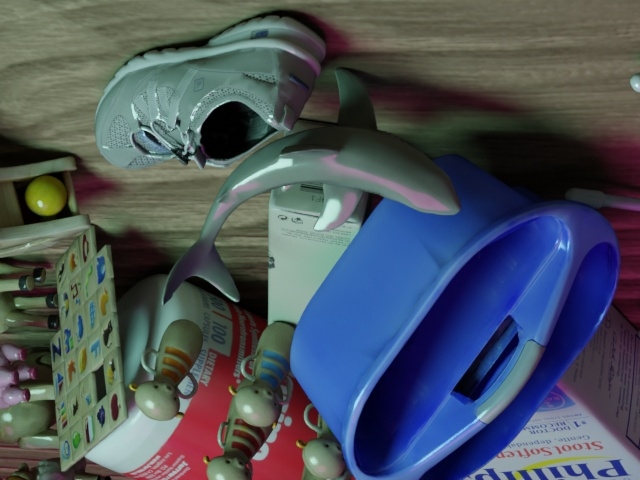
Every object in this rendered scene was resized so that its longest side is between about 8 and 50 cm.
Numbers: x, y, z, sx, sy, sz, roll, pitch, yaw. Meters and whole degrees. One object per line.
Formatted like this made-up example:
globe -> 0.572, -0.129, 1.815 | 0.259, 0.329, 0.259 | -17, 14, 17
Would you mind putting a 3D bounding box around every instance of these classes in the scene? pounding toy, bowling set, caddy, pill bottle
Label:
pounding toy -> -0.378, -0.057, 1.826 | 0.270, 0.154, 0.154 | -11, 171, -26
bowling set -> -0.038, 0.175, 1.856 | 0.287, 0.154, 0.200 | 36, 133, -15
caddy -> 0.135, 0.088, 1.711 | 0.241, 0.179, 0.341 | 20, 109, -46
pill bottle -> -0.064, 0.216, 2.102 | 0.408, 0.229, 0.229 | 26, 147, -26

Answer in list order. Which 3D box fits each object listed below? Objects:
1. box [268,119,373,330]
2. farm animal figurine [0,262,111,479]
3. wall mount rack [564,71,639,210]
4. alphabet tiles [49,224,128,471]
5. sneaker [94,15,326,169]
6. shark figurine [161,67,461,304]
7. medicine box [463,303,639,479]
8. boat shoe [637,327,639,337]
box -> 0.000, 0.000, 1.829 | 0.094, 0.113, 0.275 | 10, 149, 3
farm animal figurine -> -0.377, 0.184, 2.172 | 0.172, 0.330, 0.327 | 1, 178, 17
wall mount rack -> 0.401, -0.029, 1.642 | 0.304, 0.130, 0.350 | 41, 151, 12
alphabet tiles -> -0.261, 0.114, 1.993 | 0.009, 0.237, 0.198 | 3, 156, -27
sneaker -> -0.119, -0.114, 1.664 | 0.105, 0.115, 0.281 | 32, 144, -32
shark figurine -> -0.033, -0.054, 1.628 | 0.278, 0.166, 0.116 | -22, 175, 16
medicine box -> 0.219, 0.170, 2.008 | 0.264, 0.149, 0.289 | -11, 143, 34
boat shoe -> 0.498, 0.121, 1.918 | 0.320, 0.116, 0.099 | 19, 107, 0
